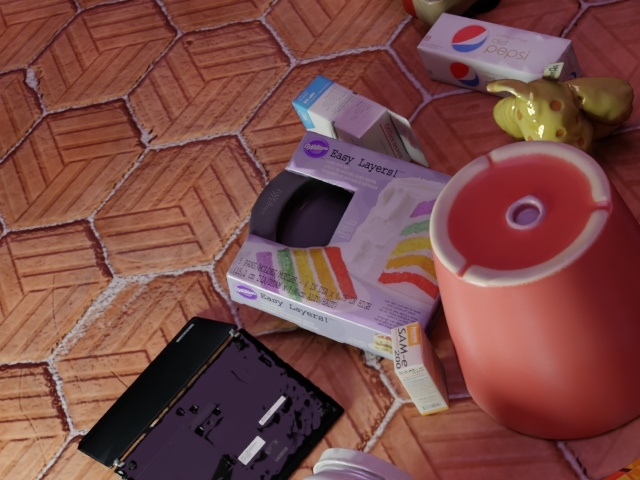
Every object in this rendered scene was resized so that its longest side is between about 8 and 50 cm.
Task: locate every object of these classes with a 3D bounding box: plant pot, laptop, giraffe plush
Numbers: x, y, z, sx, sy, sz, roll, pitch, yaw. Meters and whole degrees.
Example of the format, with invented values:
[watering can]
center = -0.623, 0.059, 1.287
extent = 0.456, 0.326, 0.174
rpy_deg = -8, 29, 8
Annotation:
[plant pot]
center = 0.247, 0.040, 1.467
extent = 0.275, 0.243, 0.275
rpy_deg = -14, 48, 15
[laptop]
center = -0.142, 0.232, 1.663
extent = 0.264, 0.136, 0.234
rpy_deg = 36, 73, 16
[giraffe plush]
center = 0.294, -0.106, 1.641
extent = 0.181, 0.210, 0.170
rpy_deg = -6, 79, 19

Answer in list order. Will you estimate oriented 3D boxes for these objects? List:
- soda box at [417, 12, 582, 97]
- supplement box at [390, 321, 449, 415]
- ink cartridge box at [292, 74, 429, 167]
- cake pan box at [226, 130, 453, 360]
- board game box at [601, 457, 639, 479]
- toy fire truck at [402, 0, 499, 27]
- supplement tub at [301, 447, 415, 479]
[soda box]
center = 0.242, -0.245, 1.836
extent = 0.216, 0.069, 0.074
rpy_deg = 20, 63, 38
[supplement box]
center = 0.114, 0.148, 1.543
extent = 0.036, 0.098, 0.062
rpy_deg = -17, 46, 14
[ink cartridge box]
center = 0.054, -0.143, 1.818
extent = 0.060, 0.104, 0.180
rpy_deg = -45, 46, -14
[cake pan box]
center = 0.044, 0.003, 1.674
extent = 0.267, 0.070, 0.246
rpy_deg = 20, 60, 16
[board game box]
center = 0.448, 0.334, 1.031
extent = 0.356, 0.356, 0.356
rpy_deg = -31, 45, 0
[toy fire truck]
center = 0.171, -0.429, 1.994
extent = 0.217, 0.158, 0.246
rpy_deg = -44, 57, -12
[supplement tub]
center = 0.018, 0.333, 1.402
extent = 0.144, 0.144, 0.199
rpy_deg = 7, 56, 32
